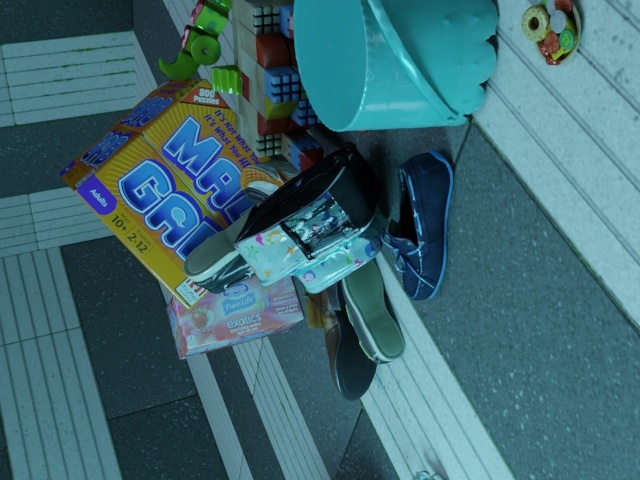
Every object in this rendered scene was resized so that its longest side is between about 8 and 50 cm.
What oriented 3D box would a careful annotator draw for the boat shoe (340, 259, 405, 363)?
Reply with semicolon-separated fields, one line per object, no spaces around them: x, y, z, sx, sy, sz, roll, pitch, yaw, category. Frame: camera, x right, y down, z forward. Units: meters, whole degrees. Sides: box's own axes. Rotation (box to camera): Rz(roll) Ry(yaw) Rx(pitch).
0.082;0.122;1.448;0.069;0.081;0.227;-44;64;61;boat shoe

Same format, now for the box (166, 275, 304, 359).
-0.214;0.180;1.921;0.154;0.300;0.142;134;120;-66;box

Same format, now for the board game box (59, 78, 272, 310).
-0.328;-0.122;1.787;0.356;0.356;0.356;51;169;-23;board game box

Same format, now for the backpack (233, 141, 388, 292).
-0.014;-0.024;1.327;0.191;0.253;0.225;58;-161;-13;backpack

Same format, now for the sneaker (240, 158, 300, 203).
-0.025;-0.111;1.536;0.262;0.121;0.099;22;127;26;sneaker

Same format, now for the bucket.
0.090;-0.280;1.063;0.281;0.183;0.281;168;90;-69;bucket

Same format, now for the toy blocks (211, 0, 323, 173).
-0.078;-0.298;1.453;0.261;0.191;0.381;-130;35;-53;toy blocks

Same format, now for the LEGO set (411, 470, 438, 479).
0.178;0.561;1.419;0.132;0.107;0.287;-169;68;-67;LEGO set

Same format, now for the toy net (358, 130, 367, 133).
0.060;-0.242;1.360;0.232;0.045;0.122;168;87;-70;toy net

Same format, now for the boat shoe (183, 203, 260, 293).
-0.115;0.006;1.622;0.113;0.340;0.127;56;179;-40;boat shoe

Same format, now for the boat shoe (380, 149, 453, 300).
0.140;-0.020;1.214;0.109;0.089;0.258;-137;39;-55;boat shoe

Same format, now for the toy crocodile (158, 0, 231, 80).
-0.235;-0.493;1.693;0.340;0.105;0.115;-56;24;16;toy crocodile

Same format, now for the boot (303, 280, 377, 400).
0.013;0.188;1.642;0.280;0.096;0.264;176;81;-69;boot

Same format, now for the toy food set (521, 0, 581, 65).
0.263;-0.239;0.877;0.082;0.020;0.083;135;120;-65;toy food set
